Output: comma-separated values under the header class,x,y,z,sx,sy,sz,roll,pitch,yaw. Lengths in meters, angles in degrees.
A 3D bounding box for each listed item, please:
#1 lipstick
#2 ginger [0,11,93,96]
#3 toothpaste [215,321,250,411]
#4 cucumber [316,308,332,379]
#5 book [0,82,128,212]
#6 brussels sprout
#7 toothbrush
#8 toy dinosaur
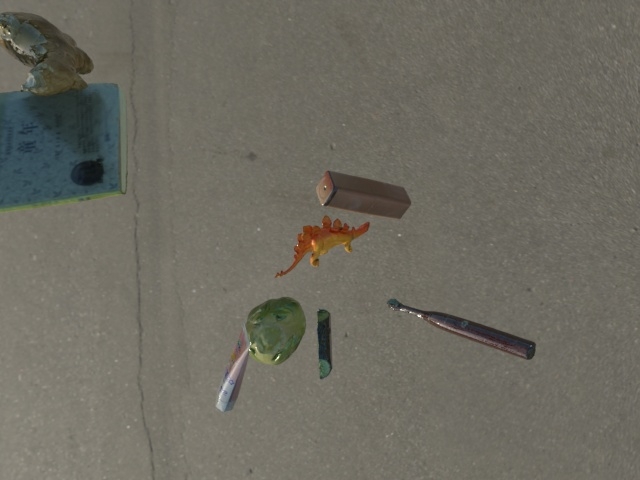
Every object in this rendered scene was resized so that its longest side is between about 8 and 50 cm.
class,x,y,z,sx,sy,sz,roll,pitch,yaw
lipstick,0.068,-0.069,0.898,0.045,0.145,0.045,-58,37,36
ginger,-0.416,-0.283,0.872,0.081,0.148,0.333,-51,42,5
toothpaste,-0.166,0.255,1.127,0.067,0.043,0.194,-116,39,-53
cucumber,0.009,0.280,1.655,0.046,0.070,0.220,-7,55,5
book,-0.468,-0.134,0.856,0.035,0.352,0.239,95,164,-55
brussels sprout,-0.109,0.215,1.353,0.161,0.180,0.144,-24,95,20
toothbrush,0.289,0.181,1.242,0.364,0.041,0.041,16,96,45
toy dinosaur,0.000,0.000,1.474,0.070,0.288,0.117,49,157,51
